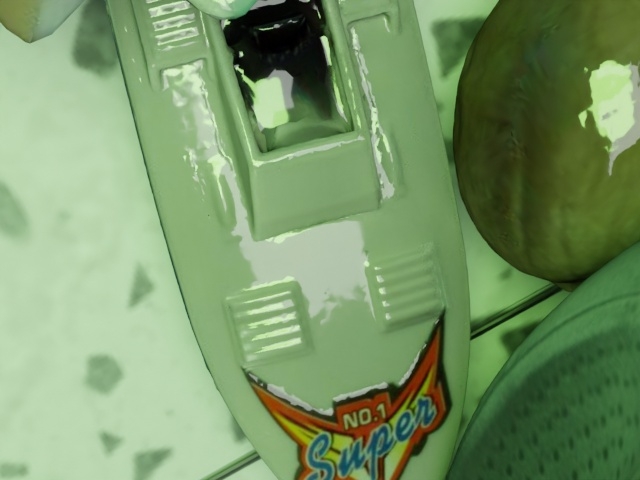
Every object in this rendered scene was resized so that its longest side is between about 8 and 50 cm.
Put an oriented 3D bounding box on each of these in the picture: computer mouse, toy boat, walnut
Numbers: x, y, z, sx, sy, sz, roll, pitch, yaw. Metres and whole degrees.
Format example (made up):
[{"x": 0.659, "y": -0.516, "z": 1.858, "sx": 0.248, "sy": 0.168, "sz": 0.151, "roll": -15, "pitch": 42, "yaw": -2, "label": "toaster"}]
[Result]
[{"x": 0.162, "y": 0.063, "z": 0.501, "sx": 0.188, "sy": 0.371, "sz": 0.122, "roll": -2, "pitch": 60, "yaw": -21, "label": "computer mouse"}, {"x": 0.000, "y": 0.000, "z": 0.554, "sx": 0.129, "sy": 0.088, "sz": 0.295, "roll": -14, "pitch": 98, "yaw": -8, "label": "toy boat"}, {"x": 0.126, "y": -0.057, "z": 0.547, "sx": 0.140, "sy": 0.140, "sz": 0.162, "roll": 9, "pitch": 87, "yaw": -11, "label": "walnut"}]

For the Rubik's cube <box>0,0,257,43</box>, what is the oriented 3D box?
[{"x": -0.060, "y": -0.291, "z": 0.385, "sx": 0.358, "sy": 0.368, "sz": 0.387, "roll": 41, "pitch": 89, "yaw": 5, "label": "Rubik's cube"}]
